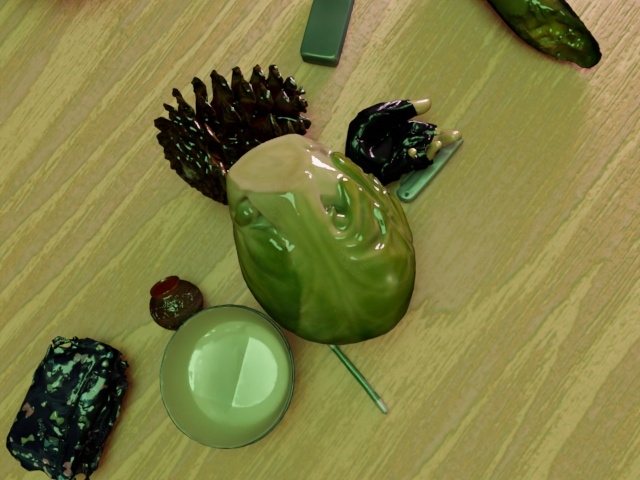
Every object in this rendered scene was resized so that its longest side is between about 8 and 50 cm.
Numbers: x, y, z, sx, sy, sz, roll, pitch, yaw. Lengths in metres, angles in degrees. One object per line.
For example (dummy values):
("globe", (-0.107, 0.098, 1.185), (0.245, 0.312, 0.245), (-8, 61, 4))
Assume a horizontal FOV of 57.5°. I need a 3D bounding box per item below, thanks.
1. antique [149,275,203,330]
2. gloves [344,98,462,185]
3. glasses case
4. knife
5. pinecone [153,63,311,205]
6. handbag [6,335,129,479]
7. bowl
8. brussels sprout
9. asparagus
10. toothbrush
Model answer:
("antique", (-0.265, 0.119, 1.078), (0.104, 0.104, 0.104), (-1, 80, 8))
("gloves", (0.151, -0.177, 1.059), (0.203, 0.124, 0.164), (3, 91, -4))
("glasses case", (0.017, -0.442, 1.164), (0.078, 0.039, 0.184), (13, 82, 10))
("knife", (0.202, -0.138, 1.092), (0.044, 0.023, 0.162), (41, 88, 20))
("pinecone", (-0.147, -0.201, 1.064), (0.292, 0.246, 0.246), (-36, 76, -19))
("handbag", (-0.451, 0.307, 1.065), (0.162, 0.113, 0.260), (18, 85, 18))
("bowl", (-0.149, 0.233, 1.024), (0.238, 0.126, 0.238), (-1, 80, 8))
("brussels sprout", (-0.004, -0.001, 0.946), (0.281, 0.354, 0.289), (-19, 38, 17))
("asparagus", (0.368, -0.461, 1.079), (0.108, 0.128, 0.382), (-42, 75, 37))
("toothbrush", (0.038, 0.210, 1.057), (0.024, 0.018, 0.257), (-38, 76, -6))
